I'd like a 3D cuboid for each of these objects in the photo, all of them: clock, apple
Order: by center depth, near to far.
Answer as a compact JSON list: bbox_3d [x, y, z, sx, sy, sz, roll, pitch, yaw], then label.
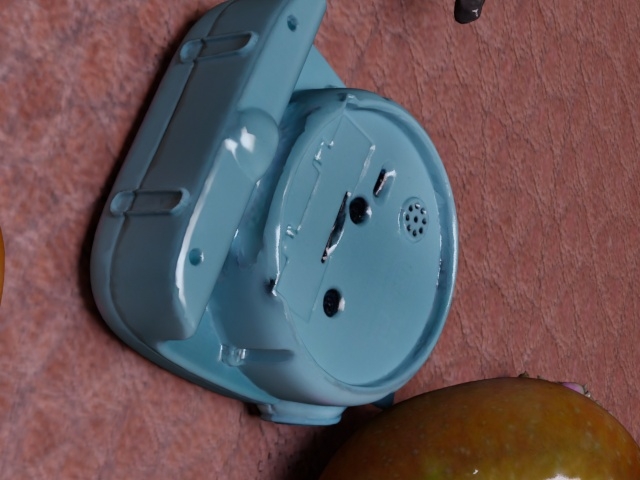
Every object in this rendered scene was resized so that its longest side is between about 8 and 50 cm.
[{"bbox_3d":[0.000,0.000,0.709,0.274,0.094,0.224,39,62,-41],"label":"clock"},{"bbox_3d":[0.096,0.190,0.736,0.234,0.173,0.211,-4,104,-9],"label":"apple"}]

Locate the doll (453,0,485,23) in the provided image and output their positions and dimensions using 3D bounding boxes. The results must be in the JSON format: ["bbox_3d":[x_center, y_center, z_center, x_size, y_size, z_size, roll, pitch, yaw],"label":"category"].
[{"bbox_3d":[0.155,-0.318,0.838,0.330,0.235,0.174,-54,171,-26],"label":"doll"}]

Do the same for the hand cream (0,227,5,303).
[{"bbox_3d":[-0.269,-0.001,0.398,0.314,0.089,0.140,20,70,-42],"label":"hand cream"}]

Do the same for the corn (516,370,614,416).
[{"bbox_3d":[0.152,0.260,0.872,0.127,0.126,0.335,49,51,-37],"label":"corn"}]
